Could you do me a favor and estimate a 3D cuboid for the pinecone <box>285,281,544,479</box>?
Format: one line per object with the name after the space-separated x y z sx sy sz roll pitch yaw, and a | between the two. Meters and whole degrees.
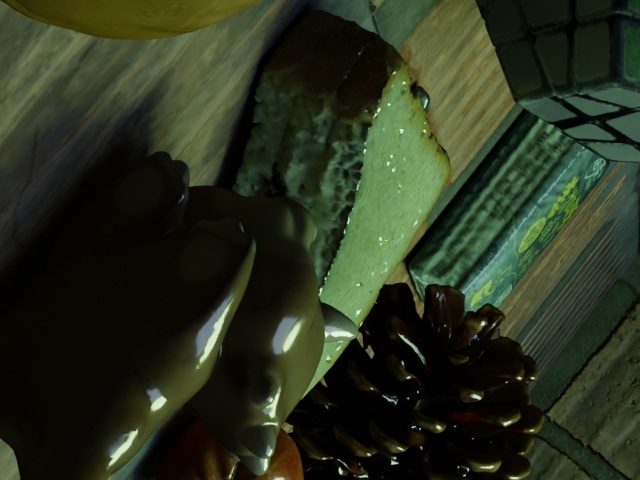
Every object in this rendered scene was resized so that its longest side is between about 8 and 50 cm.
0.088 0.156 1.547 0.264 0.264 0.264 -47 162 -20 | pinecone

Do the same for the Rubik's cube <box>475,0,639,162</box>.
0.269 -0.205 1.281 0.319 0.319 0.264 -45 137 -25 | Rubik's cube

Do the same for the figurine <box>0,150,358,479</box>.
-0.097 0.076 1.028 0.247 0.177 0.173 -59 148 -19 | figurine

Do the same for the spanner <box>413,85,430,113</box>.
0.000 0.000 1.414 0.302 0.017 0.071 -57 163 16 | spanner

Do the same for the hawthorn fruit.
-0.073 0.193 1.443 0.125 0.125 0.140 107 3 -49 | hawthorn fruit

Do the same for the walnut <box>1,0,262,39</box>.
-0.058 -0.180 0.619 0.225 0.193 0.193 -56 166 -26 | walnut

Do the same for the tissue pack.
0.204 -0.029 1.789 0.257 0.081 0.185 -51 164 -6 | tissue pack

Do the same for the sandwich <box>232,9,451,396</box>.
-0.013 -0.008 1.213 0.254 0.099 0.288 -52 164 -5 | sandwich
